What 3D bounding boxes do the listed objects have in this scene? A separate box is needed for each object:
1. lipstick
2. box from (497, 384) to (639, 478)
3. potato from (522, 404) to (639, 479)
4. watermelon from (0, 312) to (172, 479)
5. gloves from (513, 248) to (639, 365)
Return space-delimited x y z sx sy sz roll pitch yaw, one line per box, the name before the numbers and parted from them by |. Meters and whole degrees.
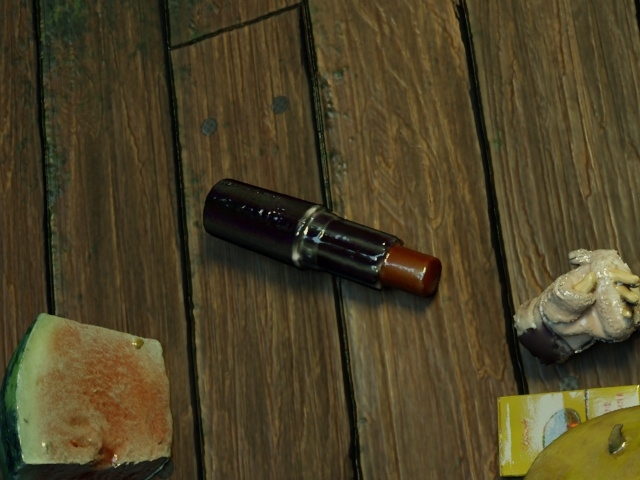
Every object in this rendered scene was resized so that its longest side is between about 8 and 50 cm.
lipstick | 0.000 0.000 1.718 0.300 0.081 0.081 19 84 27
box | 0.260 0.200 1.559 0.155 0.023 0.086 -8 74 25
potato | 0.360 0.328 1.388 0.397 0.290 0.296 51 138 -8
watermelon | -0.275 0.212 1.744 0.201 0.261 0.212 -5 67 -3
gloves | 0.270 0.069 1.551 0.144 0.110 0.094 -16 26 22
